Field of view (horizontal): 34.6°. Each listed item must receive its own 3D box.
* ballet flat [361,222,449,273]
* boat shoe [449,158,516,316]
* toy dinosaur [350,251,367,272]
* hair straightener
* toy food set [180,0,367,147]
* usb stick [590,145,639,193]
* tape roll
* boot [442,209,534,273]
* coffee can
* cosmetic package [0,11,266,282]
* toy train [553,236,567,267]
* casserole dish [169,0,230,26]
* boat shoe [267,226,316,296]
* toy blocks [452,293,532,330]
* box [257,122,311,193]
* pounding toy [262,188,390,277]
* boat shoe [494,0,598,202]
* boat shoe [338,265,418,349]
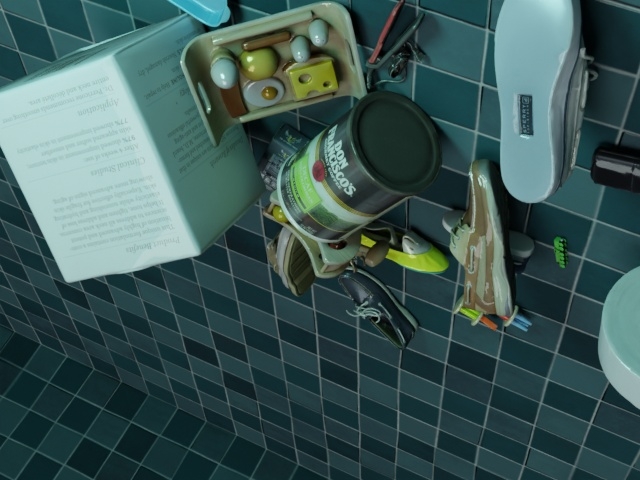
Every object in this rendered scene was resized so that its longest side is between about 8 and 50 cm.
[{"bbox_3d":[0.168,0.007,2.207,0.230,0.077,0.077,18,130,26],"label":"ballet flat"},{"bbox_3d":[0.300,0.003,1.947,0.116,0.123,0.325,-2,114,18],"label":"boat shoe"},{"bbox_3d":[0.056,0.015,2.352,0.183,0.053,0.093,26,134,35],"label":"toy dinosaur"},{"bbox_3d":[0.133,-0.321,1.776,0.089,0.047,0.230,32,150,-1],"label":"hair straightener"},{"bbox_3d":[-0.077,-0.289,1.849,0.306,0.092,0.220,-14,139,4],"label":"toy food set"},{"bbox_3d":[0.584,-0.098,1.700,0.278,0.045,0.077,16,139,25],"label":"usb stick"},{"bbox_3d":[0.638,0.171,1.811,0.286,0.286,0.100,18,148,22],"label":"tape roll"},{"bbox_3d":[0.329,0.008,2.057,0.190,0.069,0.086,23,143,13],"label":"boot"},{"bbox_3d":[0.069,-0.132,1.940,0.201,0.202,0.275,39,145,-13],"label":"coffee can"},{"bbox_3d":[-0.366,-0.180,1.980,0.329,0.327,0.394,-11,111,27],"label":"cosmetic package"},{"bbox_3d":[0.469,0.023,2.007,0.023,0.017,0.083,24,150,32],"label":"toy train"},{"bbox_3d":[-0.241,-0.474,1.902,0.188,0.037,0.114,33,150,0],"label":"casserole dish"},{"bbox_3d":[-0.075,0.030,2.399,0.103,0.113,0.302,39,157,19],"label":"boat shoe"},{"bbox_3d":[0.380,0.164,2.256,0.148,0.054,0.123,32,149,-1],"label":"toy blocks"},{"bbox_3d":[-0.021,-0.126,2.187,0.232,0.059,0.183,34,150,-2],"label":"box"},{"bbox_3d":[0.000,0.000,2.139,0.269,0.154,0.155,32,148,0],"label":"pounding toy"},{"bbox_3d":[0.367,-0.250,1.595,0.135,0.156,0.367,12,116,38],"label":"boat shoe"},{"bbox_3d":[0.129,0.163,2.455,0.254,0.079,0.095,46,147,-23],"label":"boat shoe"}]
